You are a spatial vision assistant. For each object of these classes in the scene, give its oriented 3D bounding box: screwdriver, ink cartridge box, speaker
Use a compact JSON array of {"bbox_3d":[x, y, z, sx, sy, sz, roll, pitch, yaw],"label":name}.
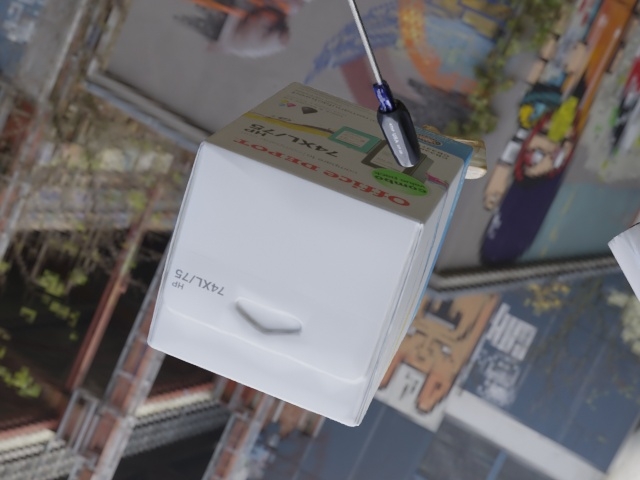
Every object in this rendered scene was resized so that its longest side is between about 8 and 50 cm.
[{"bbox_3d":[0.034,-0.118,0.831,0.025,0.024,0.170,16,142,46],"label":"screwdriver"},{"bbox_3d":[0.000,0.000,1.113,0.198,0.197,0.270,21,-158,8],"label":"ink cartridge box"},{"bbox_3d":[0.310,0.047,1.088,0.055,0.055,0.136,0,-120,-63],"label":"speaker"}]

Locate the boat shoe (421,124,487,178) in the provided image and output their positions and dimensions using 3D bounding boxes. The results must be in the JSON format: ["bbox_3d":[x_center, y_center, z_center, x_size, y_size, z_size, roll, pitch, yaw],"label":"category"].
[{"bbox_3d":[0.154,-0.132,1.735,0.170,0.059,0.063,12,159,-11],"label":"boat shoe"}]
